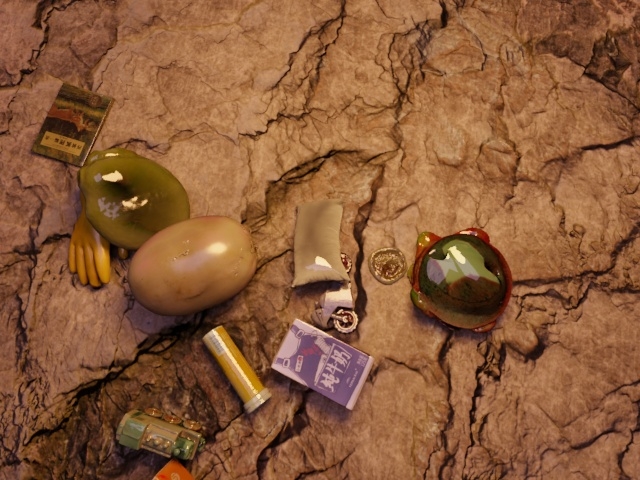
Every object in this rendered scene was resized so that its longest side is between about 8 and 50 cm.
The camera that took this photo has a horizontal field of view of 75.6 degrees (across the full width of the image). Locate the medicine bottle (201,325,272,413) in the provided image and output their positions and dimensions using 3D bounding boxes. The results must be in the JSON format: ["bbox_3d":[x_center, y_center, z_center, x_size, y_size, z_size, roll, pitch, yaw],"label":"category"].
[{"bbox_3d":[-0.210,0.318,1.028,0.073,0.074,0.218,-36,78,-7],"label":"medicine bottle"}]

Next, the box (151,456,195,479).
[{"bbox_3d":[-0.321,0.667,0.916,0.273,0.091,0.221,42,99,10],"label":"box"}]

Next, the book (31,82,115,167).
[{"bbox_3d":[-0.719,-0.338,1.203,0.160,0.024,0.229,17,78,2],"label":"book"}]

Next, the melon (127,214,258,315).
[{"bbox_3d":[-0.303,0.059,1.007,0.316,0.223,0.223,-21,78,-2],"label":"melon"}]

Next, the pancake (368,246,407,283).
[{"bbox_3d":[0.182,0.063,1.107,0.107,0.017,0.108,0,82,0],"label":"pancake"}]

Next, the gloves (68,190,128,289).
[{"bbox_3d":[-0.599,-0.017,1.105,0.132,0.116,0.295,2,86,29],"label":"gloves"}]

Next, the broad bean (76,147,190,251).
[{"bbox_3d":[-0.472,-0.099,1.051,0.291,0.119,0.238,40,66,-30],"label":"broad bean"}]

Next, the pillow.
[{"bbox_3d":[0.001,0.001,1.064,0.144,0.078,0.254,-1,58,2],"label":"pillow"}]

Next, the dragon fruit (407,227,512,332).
[{"bbox_3d":[0.351,0.095,1.047,0.268,0.130,0.295,-42,80,-3],"label":"dragon fruit"}]

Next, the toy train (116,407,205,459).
[{"bbox_3d":[-0.371,0.458,0.971,0.193,0.125,0.081,17,82,5],"label":"toy train"}]

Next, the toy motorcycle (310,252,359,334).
[{"bbox_3d":[0.031,0.137,1.065,0.122,0.080,0.216,-5,66,1],"label":"toy motorcycle"}]

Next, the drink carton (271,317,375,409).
[{"bbox_3d":[0.006,0.297,1.016,0.222,0.102,0.134,26,81,8],"label":"drink carton"}]
